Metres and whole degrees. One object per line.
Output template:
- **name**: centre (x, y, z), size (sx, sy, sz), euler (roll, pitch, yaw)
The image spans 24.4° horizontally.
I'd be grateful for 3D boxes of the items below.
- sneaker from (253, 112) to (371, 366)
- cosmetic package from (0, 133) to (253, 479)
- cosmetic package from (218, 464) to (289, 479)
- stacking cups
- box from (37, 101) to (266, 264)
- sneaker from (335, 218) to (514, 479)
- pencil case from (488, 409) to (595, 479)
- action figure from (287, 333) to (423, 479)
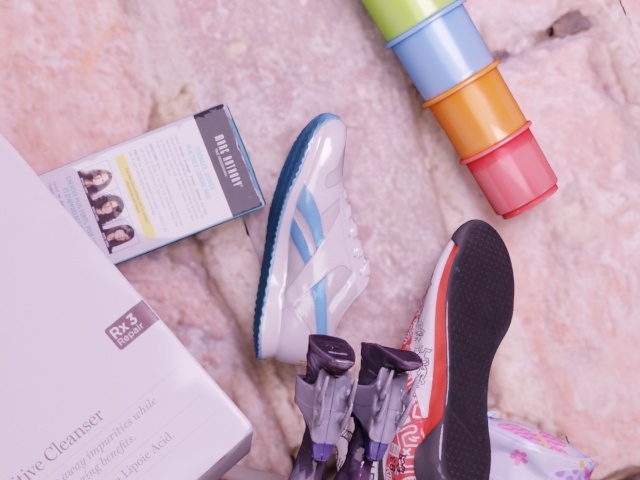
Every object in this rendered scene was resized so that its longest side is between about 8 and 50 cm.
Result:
- **sneaker**: centre (0.000, 0.000, 1.325), size (0.092, 0.087, 0.229), euler (9, 99, -8)
- **cosmetic package**: centre (-0.253, 0.085, 1.184), size (0.217, 0.156, 0.385), euler (-42, 82, -13)
- **cosmetic package**: centre (-0.132, 0.269, 1.306), size (0.296, 0.129, 0.153), euler (12, 92, -1)
- **stacking cups**: centre (0.102, -0.163, 1.311), size (0.096, 0.096, 0.316), euler (-29, 94, 1)
- **box**: centre (-0.179, -0.033, 1.326), size (0.244, 0.060, 0.101), euler (-21, 92, 0)
- **sneaker**: centre (0.086, 0.113, 1.320), size (0.090, 0.145, 0.270), euler (30, 56, -34)
- **pencil case**: centre (0.146, 0.292, 1.321), size (0.124, 0.113, 0.273), euler (21, 93, 23)
- **action figure**: centre (0.000, 0.220, 1.187), size (0.185, 0.099, 0.285), euler (8, 99, -28)
